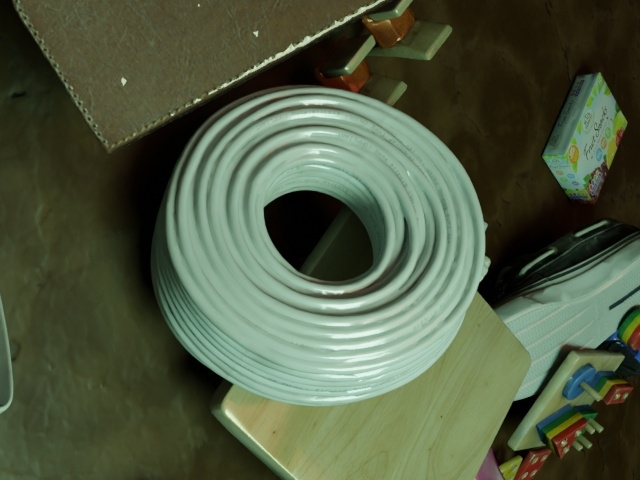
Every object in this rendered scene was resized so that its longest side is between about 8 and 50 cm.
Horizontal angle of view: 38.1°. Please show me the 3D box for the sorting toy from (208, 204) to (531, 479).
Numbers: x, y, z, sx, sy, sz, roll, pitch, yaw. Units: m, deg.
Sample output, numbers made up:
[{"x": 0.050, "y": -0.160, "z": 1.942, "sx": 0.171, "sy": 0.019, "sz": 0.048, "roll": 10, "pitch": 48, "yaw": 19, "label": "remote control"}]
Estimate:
[{"x": 0.041, "y": 0.126, "z": 0.835, "sx": 0.255, "sy": 0.089, "sz": 0.257, "roll": 48, "pitch": 59, "yaw": -22, "label": "sorting toy"}]

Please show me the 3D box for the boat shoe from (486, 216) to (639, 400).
[{"x": 0.255, "y": 0.076, "z": 1.063, "sx": 0.335, "sy": 0.119, "sz": 0.121, "roll": -24, "pitch": 123, "yaw": -23, "label": "boat shoe"}]

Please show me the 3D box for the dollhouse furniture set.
[{"x": 0.006, "y": -0.280, "z": 0.810, "sx": 0.259, "sy": 0.135, "sz": 0.262, "roll": -53, "pitch": 126, "yaw": -17, "label": "dollhouse furniture set"}]

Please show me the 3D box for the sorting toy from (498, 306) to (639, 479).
[{"x": 0.288, "y": 0.198, "z": 1.051, "sx": 0.132, "sy": 0.046, "sz": 0.274, "roll": 9, "pitch": 117, "yaw": -50, "label": "sorting toy"}]

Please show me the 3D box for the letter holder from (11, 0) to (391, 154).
[{"x": -0.061, "y": -0.234, "z": 0.592, "sx": 0.302, "sy": 0.152, "sz": 0.214, "roll": -29, "pitch": 116, "yaw": -1, "label": "letter holder"}]

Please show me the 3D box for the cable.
[{"x": 0.000, "y": 0.000, "z": 0.721, "sx": 0.257, "sy": 0.089, "sz": 0.257, "roll": 35, "pitch": 61, "yaw": 3, "label": "cable"}]

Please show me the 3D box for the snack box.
[{"x": 0.344, "y": -0.132, "z": 1.198, "sx": 0.100, "sy": 0.037, "sz": 0.141, "roll": 46, "pitch": 60, "yaw": -35, "label": "snack box"}]

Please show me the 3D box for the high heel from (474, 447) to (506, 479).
[{"x": 0.088, "y": 0.253, "z": 0.938, "sx": 0.244, "sy": 0.082, "sz": 0.117, "roll": -23, "pitch": 79, "yaw": -30, "label": "high heel"}]

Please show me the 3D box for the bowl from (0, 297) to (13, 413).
[{"x": -0.258, "y": 0.051, "z": 0.538, "sx": 0.142, "sy": 0.053, "sz": 0.142, "roll": 24, "pitch": 32, "yaw": -46, "label": "bowl"}]

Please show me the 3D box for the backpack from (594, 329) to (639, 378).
[{"x": 0.371, "y": 0.120, "z": 1.192, "sx": 0.120, "sy": 0.098, "sz": 0.101, "roll": 41, "pitch": 59, "yaw": -38, "label": "backpack"}]
